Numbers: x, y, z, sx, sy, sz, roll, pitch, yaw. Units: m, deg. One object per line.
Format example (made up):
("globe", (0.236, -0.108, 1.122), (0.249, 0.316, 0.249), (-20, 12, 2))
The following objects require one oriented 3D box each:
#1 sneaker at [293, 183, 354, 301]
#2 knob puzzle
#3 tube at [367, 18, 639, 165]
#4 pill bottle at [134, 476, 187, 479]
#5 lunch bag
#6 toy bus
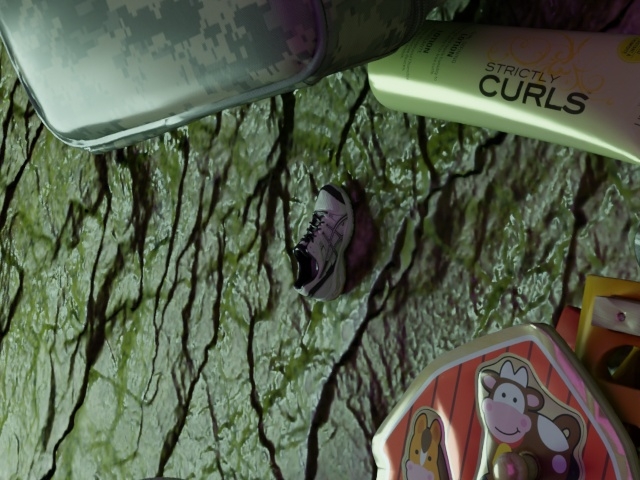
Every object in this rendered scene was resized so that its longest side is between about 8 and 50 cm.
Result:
("sneaker", (0.000, 0.000, 0.962), (0.032, 0.037, 0.083), (-7, 77, 50))
("knob puzzle", (0.088, 0.136, 0.700), (0.213, 0.030, 0.213), (0, 90, 49))
("tube", (0.128, -0.095, 0.813), (0.240, 0.062, 0.070), (17, 108, 48))
("pill bottle", (-0.088, 0.311, 0.920), (0.160, 0.160, 0.283), (-54, 48, 29))
("lunch bag", (-0.044, -0.202, 0.890), (0.305, 0.256, 0.213), (-13, 100, 46))
("toy bus", (0.181, 0.047, 0.694), (0.191, 0.104, 0.202), (-48, 51, 33))
